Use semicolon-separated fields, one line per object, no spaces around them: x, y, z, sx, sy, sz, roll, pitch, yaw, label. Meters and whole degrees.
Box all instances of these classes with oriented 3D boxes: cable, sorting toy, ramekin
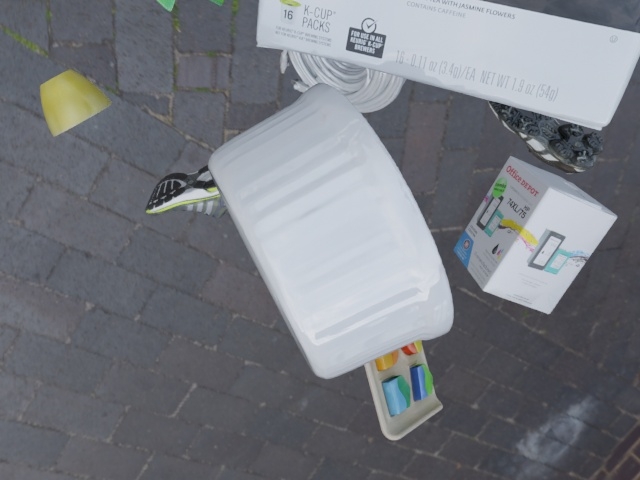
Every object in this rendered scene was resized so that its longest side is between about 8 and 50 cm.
0.050;-0.352;1.121;0.089;0.257;0.257;-46;162;-32;cable
0.142;0.218;1.085;0.038;0.208;0.193;-24;171;35;sorting toy
0.000;0.000;0.616;0.135;0.277;0.277;-28;125;-7;ramekin

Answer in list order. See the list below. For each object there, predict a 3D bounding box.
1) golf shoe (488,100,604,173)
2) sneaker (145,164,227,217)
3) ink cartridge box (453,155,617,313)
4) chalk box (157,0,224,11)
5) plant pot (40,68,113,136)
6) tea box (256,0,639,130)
0.325;-0.167;0.946;0.077;0.198;0.094;-44;169;-8;golf shoe
-0.293;-0.099;1.492;0.300;0.111;0.121;-10;138;27;sneaker
0.482;-0.015;1.426;0.197;0.198;0.270;19;112;-19;ink cartridge box
-0.192;-0.444;0.904;0.213;0.132;0.132;-53;152;17;chalk box
-0.498;-0.281;1.234;0.134;0.134;0.095;-33;111;-8;plant pot
0.145;-0.314;0.560;0.329;0.220;0.323;17;118;13;tea box
